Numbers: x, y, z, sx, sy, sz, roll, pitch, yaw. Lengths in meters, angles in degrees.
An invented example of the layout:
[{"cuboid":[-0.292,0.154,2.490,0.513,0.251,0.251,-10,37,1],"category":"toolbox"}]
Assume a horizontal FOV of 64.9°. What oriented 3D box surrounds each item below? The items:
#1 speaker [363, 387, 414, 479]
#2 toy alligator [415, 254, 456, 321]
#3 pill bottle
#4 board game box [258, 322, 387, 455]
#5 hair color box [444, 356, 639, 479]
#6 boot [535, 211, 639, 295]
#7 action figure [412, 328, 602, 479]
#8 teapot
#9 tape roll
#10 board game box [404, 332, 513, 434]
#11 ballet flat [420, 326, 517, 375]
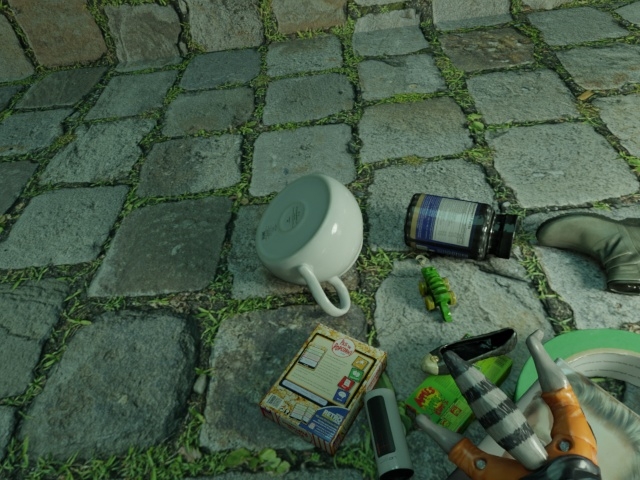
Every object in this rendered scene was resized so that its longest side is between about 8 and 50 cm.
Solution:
[{"cuboid":[0.107,0.309,0.801,0.055,0.055,0.136,-9,44,0],"category":"speaker"},{"cuboid":[0.228,0.081,1.022,0.056,0.051,0.189,-11,43,-3],"category":"toy alligator"},{"cuboid":[0.297,-0.026,1.071,0.219,0.123,0.123,12,47,20],"category":"pill bottle"},{"cuboid":[0.009,0.252,0.885,0.147,0.045,0.193,20,50,28],"category":"board game box"},{"cuboid":[0.259,0.337,0.630,0.347,0.105,0.174,-44,51,-7],"category":"hair color box"},{"cuboid":[0.567,0.028,1.002,0.246,0.083,0.161,2,50,14],"category":"boot"},{"cuboid":[0.204,0.291,0.512,0.341,0.178,0.330,-32,44,2],"category":"action figure"},{"cuboid":[0.000,0.000,1.064,0.252,0.187,0.256,19,75,52],"category":"teapot"},{"cuboid":[0.456,0.282,0.752,0.321,0.077,0.321,-5,44,5],"category":"tape roll"},{"cuboid":[0.234,0.248,0.850,0.092,0.043,0.181,30,56,35],"category":"board game box"},{"cuboid":[0.248,0.182,0.848,0.173,0.049,0.057,-17,42,-8],"category":"ballet flat"}]
